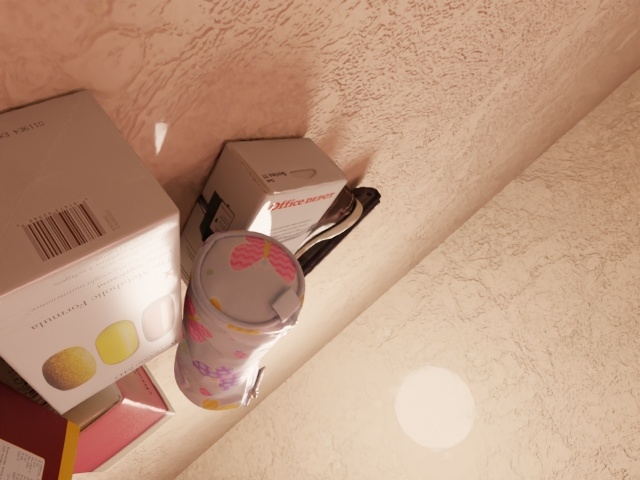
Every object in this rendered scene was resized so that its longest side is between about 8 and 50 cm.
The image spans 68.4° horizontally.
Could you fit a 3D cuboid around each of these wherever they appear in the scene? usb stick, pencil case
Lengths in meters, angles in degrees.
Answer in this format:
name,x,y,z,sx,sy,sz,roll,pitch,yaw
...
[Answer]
name,x,y,z,sx,sy,sz,roll,pitch,yaw
usb stick,0.000,0.000,0.821,0.278,0.045,0.077,-44,-156,-22
pencil case,-0.104,0.107,0.549,0.113,0.124,0.273,-24,155,-33

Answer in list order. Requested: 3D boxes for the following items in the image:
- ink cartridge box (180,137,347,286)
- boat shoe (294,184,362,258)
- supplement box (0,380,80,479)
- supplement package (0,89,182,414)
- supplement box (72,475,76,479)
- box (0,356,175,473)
name,x,y,z,sx,sy,sz,roll,pitch,yaw
ink cartridge box,-0.082,-0.027,0.609,0.153,0.087,0.208,-18,153,-50
boat shoe,-0.045,-0.017,0.751,0.227,0.081,0.069,-33,121,14
supplement box,-0.330,0.190,0.342,0.191,0.129,0.194,-19,135,3
supplement package,-0.209,0.026,0.397,0.139,0.134,0.244,-31,160,-29
supplement box,-0.488,0.397,0.758,0.111,0.114,0.220,-33,163,-24
box,-0.297,0.191,0.590,0.126,0.149,0.232,-36,163,-16
